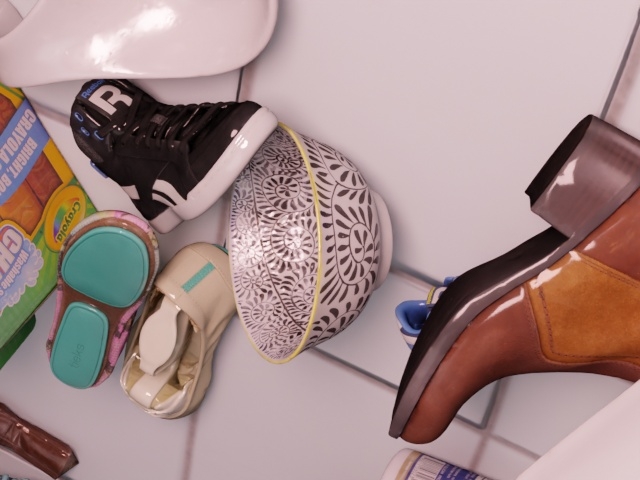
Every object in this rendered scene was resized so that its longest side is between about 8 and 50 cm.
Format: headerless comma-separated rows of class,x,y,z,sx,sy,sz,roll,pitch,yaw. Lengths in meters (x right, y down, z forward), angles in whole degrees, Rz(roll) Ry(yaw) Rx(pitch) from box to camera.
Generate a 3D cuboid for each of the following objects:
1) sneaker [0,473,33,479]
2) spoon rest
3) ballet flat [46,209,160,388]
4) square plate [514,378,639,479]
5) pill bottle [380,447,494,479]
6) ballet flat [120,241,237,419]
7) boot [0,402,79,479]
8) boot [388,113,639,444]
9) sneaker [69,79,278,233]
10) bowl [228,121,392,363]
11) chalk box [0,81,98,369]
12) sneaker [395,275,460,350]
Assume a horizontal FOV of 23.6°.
sneaker,-0.335,0.270,1.568,0.283,0.110,0.122,33,134,-20
spoon rest,-0.143,-0.157,1.047,0.276,0.084,0.137,-12,122,41
ballet flat,-0.167,0.031,1.209,0.077,0.079,0.221,25,137,1
square plate,0.357,0.167,0.946,0.344,0.049,0.347,40,115,-14
pill bottle,0.128,0.240,1.240,0.169,0.094,0.094,19,137,17
ballet flat,-0.130,0.094,1.280,0.086,0.086,0.248,29,139,6
boot,-0.304,0.214,1.545,0.114,0.037,0.106,31,141,-3
boot,0.214,0.094,1.003,0.280,0.096,0.264,35,102,-4
sneaker,-0.117,-0.075,1.080,0.121,0.079,0.217,42,155,-8
bowl,0.000,0.000,1.084,0.080,0.170,0.170,-2,146,-25
chalk box,-0.312,-0.012,1.225,0.179,0.180,0.289,-6,126,37
sneaker,0.111,0.055,1.108,0.144,0.053,0.059,-25,111,44
